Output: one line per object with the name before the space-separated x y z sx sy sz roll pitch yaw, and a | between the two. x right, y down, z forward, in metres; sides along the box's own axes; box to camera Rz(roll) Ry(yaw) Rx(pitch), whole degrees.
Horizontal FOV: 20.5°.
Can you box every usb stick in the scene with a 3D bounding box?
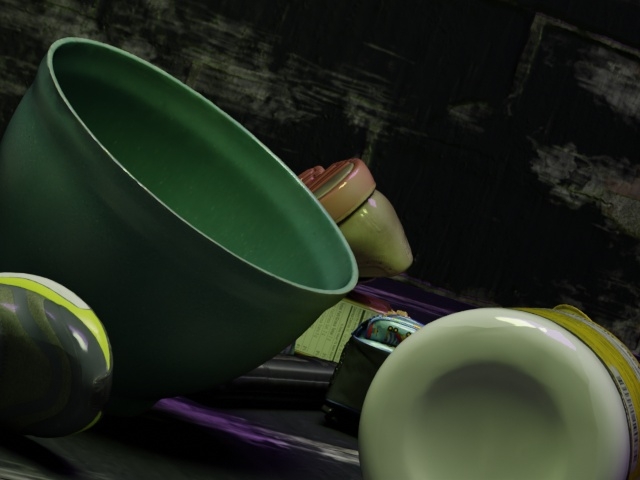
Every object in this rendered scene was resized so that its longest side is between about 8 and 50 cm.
usb stick | -0.055 0.128 1.671 0.077 0.045 0.278 13 0 27

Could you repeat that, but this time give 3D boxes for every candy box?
candy box | -0.072 0.069 2.136 0.316 0.088 0.183 19 3 -3

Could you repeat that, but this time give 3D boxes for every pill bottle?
pill bottle | 0.156 0.144 1.345 0.188 0.188 0.334 20 3 16

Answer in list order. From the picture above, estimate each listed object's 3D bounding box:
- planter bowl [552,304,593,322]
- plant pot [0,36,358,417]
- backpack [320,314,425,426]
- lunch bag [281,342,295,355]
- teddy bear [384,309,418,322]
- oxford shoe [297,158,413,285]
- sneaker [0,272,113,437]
planter bowl | 0.209 0.173 1.582 0.090 0.217 0.217 -17 14 -14
plant pot | -0.144 0.011 1.374 0.293 0.196 0.293 36 17 -13
backpack | 0.098 0.141 1.704 0.158 0.117 0.173 21 1 13
lunch bag | -0.065 0.106 1.884 0.071 0.053 0.083 19 -22 11
teddy bear | 0.163 0.152 1.942 0.245 0.113 0.338 23 5 20
oxford shoe | 0.000 0.000 2.163 0.146 0.140 0.397 51 -10 -9
sneaker | -0.274 0.064 1.157 0.300 0.111 0.121 14 12 21
